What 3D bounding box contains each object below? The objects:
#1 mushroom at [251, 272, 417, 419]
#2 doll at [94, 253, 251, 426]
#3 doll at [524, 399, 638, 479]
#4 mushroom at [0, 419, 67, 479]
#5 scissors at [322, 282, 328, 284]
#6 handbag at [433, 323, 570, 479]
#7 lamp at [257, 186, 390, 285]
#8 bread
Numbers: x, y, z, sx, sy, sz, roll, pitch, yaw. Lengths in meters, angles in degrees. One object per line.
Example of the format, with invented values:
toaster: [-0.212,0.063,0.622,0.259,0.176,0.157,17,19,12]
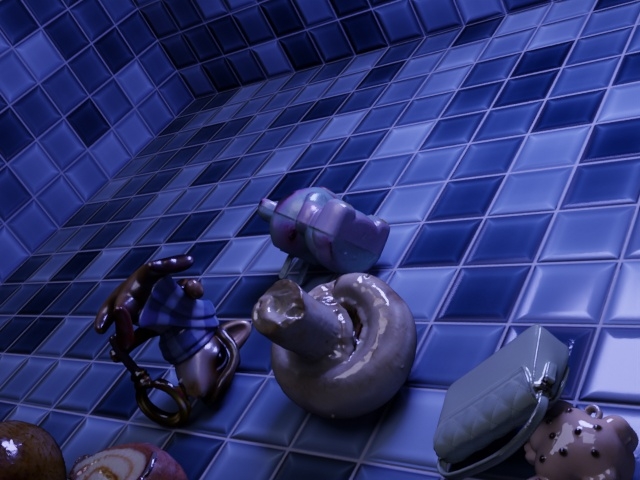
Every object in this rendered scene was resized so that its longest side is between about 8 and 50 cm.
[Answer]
mushroom: [0.019,0.165,1.353,0.293,0.290,0.292,-20,45,21]
doll: [-0.314,0.207,1.571,0.318,0.339,0.209,-35,27,16]
doll: [0.310,0.341,1.008,0.278,0.119,0.154,-47,29,-9]
mushroom: [-0.682,0.511,1.419,0.356,0.331,0.334,0,9,14]
scissors: [0.054,0.168,1.606,0.160,0.024,0.317,-25,29,11]
handbag: [0.261,0.257,1.097,0.256,0.079,0.219,-50,5,42]
lamp: [0.000,0.000,1.751,0.301,0.247,0.247,23,94,55]
bread: [-0.376,0.475,1.422,0.244,0.123,0.190,0,39,43]
